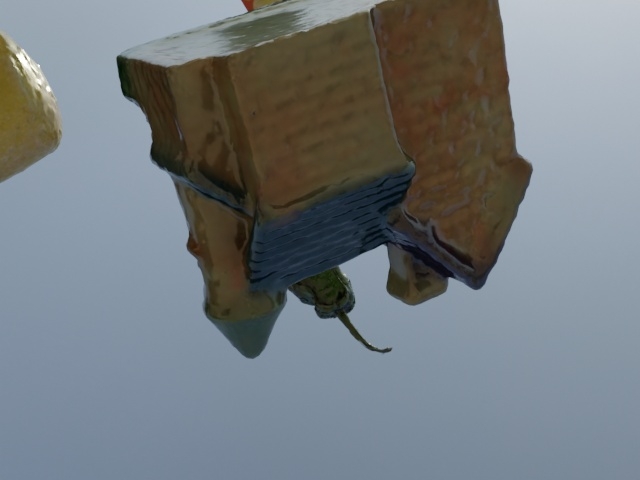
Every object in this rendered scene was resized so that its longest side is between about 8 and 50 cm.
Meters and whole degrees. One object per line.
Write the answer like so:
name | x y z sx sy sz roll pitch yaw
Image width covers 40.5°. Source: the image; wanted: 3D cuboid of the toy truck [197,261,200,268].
toy truck | -0.109 -0.015 1.424 0.155 0.278 0.156 25 -115 6

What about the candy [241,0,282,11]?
candy | -0.092 -0.438 1.285 0.088 0.276 0.146 -21 -153 26

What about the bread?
bread | -0.443 -0.181 1.162 0.170 0.197 0.197 -40 -119 -12

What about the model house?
model house | 0.010 -0.064 0.769 0.312 0.280 0.245 -23 -157 -23

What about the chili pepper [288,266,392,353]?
chili pepper | -0.001 0.000 0.983 0.122 0.065 0.278 -12 -101 9
